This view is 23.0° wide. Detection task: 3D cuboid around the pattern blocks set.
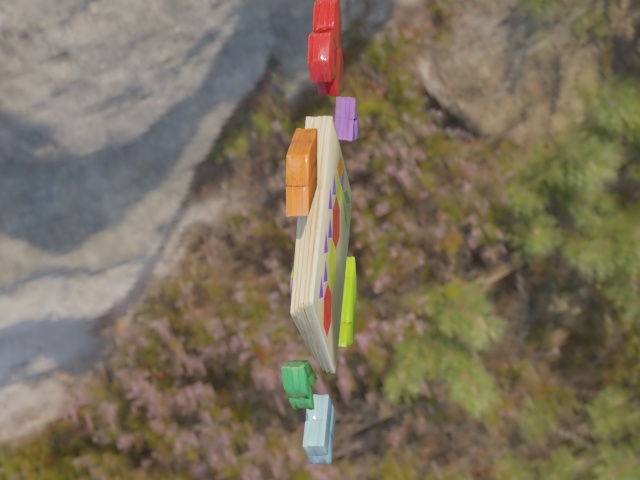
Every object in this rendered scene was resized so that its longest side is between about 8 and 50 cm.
[{"bbox_3d":[0.000,0.000,1.269,0.026,0.324,0.285,1,144,9],"label":"pattern blocks set"}]
